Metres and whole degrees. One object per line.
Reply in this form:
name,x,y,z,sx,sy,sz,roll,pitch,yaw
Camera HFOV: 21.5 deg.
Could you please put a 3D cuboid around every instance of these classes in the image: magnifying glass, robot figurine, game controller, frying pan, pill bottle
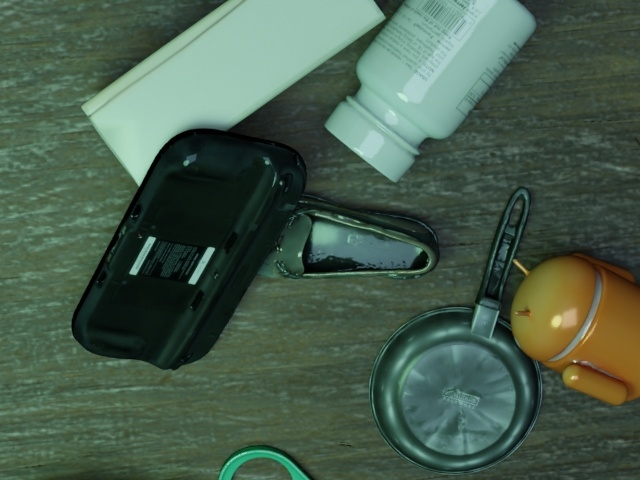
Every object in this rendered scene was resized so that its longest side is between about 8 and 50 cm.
magnifying glass,-0.006,0.302,1.923,0.231,0.026,0.092,20,97,-5
robot figurine,0.301,0.094,1.843,0.219,0.128,0.158,27,82,-18
game controller,-0.142,0.014,1.784,0.166,0.067,0.319,16,125,-23
frying pan,0.195,0.125,1.896,0.197,0.053,0.326,39,98,-8
pill bottle,0.113,-0.182,1.803,0.131,0.131,0.229,38,95,-6

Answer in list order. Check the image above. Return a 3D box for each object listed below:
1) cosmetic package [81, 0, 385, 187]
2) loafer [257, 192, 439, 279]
cosmetic package,-0.091,-0.190,1.782,0.309,0.160,0.113,-36,97,2
loafer,0.000,0.000,1.849,0.267,0.084,0.096,3,99,-2
